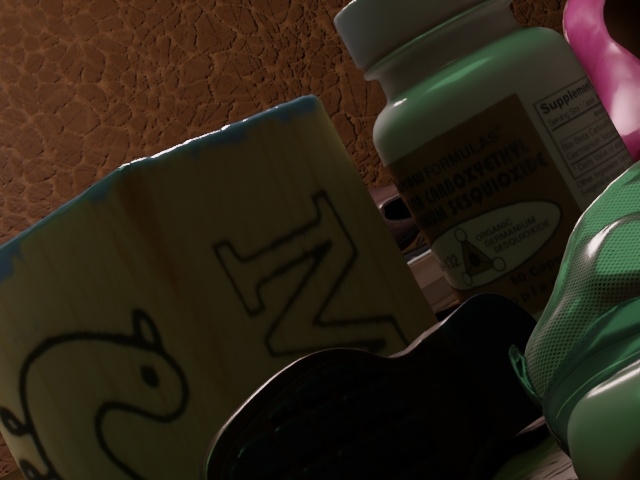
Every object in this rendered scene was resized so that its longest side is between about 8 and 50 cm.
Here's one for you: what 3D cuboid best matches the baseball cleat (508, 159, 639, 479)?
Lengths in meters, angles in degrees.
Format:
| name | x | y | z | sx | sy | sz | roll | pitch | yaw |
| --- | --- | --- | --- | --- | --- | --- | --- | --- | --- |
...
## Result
| name | x | y | z | sx | sy | sz | roll | pitch | yaw |
| --- | --- | --- | --- | --- | --- | --- | --- | --- | --- |
| baseball cleat | 0.148 | -0.006 | 0.415 | 0.206 | 0.109 | 0.072 | -28 | -44 | -3 |

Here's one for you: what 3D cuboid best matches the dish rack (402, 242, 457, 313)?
| name | x | y | z | sx | sy | sz | roll | pitch | yaw |
| --- | --- | --- | --- | --- | --- | --- | --- | --- | --- |
| dish rack | 0.006 | 0.086 | 1.302 | 0.333 | 0.072 | 0.285 | -29 | 0 | -44 |

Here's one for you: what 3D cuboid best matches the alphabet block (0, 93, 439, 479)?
| name | x | y | z | sx | sy | sz | roll | pitch | yaw |
| --- | --- | --- | --- | --- | --- | --- | --- | --- | --- |
| alphabet block | -0.067 | 0.056 | 0.868 | 0.192 | 0.197 | 0.193 | -29 | -1 | 39 |

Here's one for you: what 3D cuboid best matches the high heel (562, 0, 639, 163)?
| name | x | y | z | sx | sy | sz | roll | pitch | yaw |
| --- | --- | --- | --- | --- | --- | --- | --- | --- | --- |
| high heel | 0.317 | -0.174 | 1.395 | 0.181 | 0.127 | 0.377 | -38 | 31 | 48 |

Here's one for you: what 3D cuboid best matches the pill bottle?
| name | x | y | z | sx | sy | sz | roll | pitch | yaw |
| --- | --- | --- | --- | --- | --- | --- | --- | --- | --- |
| pill bottle | 0.106 | -0.056 | 0.891 | 0.131 | 0.229 | 0.131 | -29 | 0 | 0 |

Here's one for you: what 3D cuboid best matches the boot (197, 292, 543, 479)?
| name | x | y | z | sx | sy | sz | roll | pitch | yaw |
| --- | --- | --- | --- | --- | --- | --- | --- | --- | --- |
| boot | 0.009 | 0.094 | 0.613 | 0.219 | 0.082 | 0.106 | -17 | -21 | -51 |

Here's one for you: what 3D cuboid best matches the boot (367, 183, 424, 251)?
| name | x | y | z | sx | sy | sz | roll | pitch | yaw |
| --- | --- | --- | --- | --- | --- | --- | --- | --- | --- |
| boot | 0.000 | 0.000 | 1.371 | 0.248 | 0.090 | 0.207 | -23 | -5 | -33 |
